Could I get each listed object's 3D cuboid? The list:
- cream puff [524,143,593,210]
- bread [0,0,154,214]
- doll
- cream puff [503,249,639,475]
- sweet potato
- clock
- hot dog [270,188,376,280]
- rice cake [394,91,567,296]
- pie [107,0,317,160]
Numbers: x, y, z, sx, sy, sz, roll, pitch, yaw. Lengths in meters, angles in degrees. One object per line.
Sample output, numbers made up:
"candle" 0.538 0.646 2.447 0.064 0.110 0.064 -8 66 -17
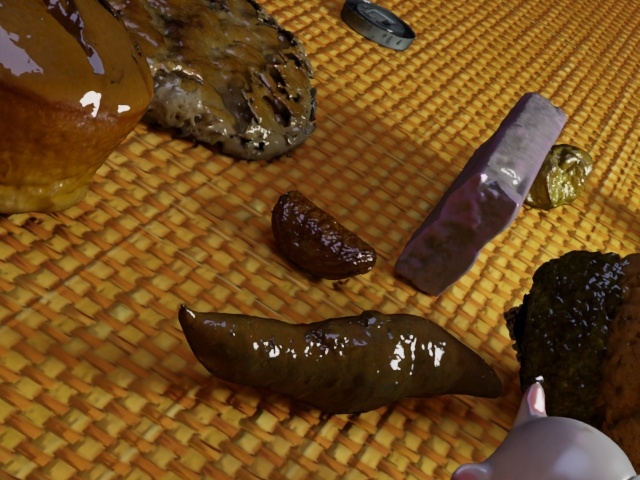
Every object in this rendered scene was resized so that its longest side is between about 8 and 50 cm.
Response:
"cream puff" 0.209 -0.056 1.513 0.083 0.083 0.058 -5 80 -71
"bread" -0.229 -0.132 1.045 0.269 0.143 0.195 40 25 28
"doll" 0.163 0.173 0.921 0.180 0.107 0.110 32 43 22
"cream puff" 0.207 0.075 1.137 0.169 0.183 0.183 6 21 9
"sweet potato" 0.015 0.072 1.002 0.274 0.067 0.067 11 29 -43
"clock" 0.060 -0.228 1.735 0.085 0.017 0.085 25 23 -11
"hot dog" 0.000 0.000 1.171 0.083 0.035 0.058 38 25 19
"rice cake" 0.138 -0.046 1.338 0.050 0.106 0.298 40 23 1
"pie" -0.118 -0.160 1.342 0.274 0.055 0.274 25 28 -15
